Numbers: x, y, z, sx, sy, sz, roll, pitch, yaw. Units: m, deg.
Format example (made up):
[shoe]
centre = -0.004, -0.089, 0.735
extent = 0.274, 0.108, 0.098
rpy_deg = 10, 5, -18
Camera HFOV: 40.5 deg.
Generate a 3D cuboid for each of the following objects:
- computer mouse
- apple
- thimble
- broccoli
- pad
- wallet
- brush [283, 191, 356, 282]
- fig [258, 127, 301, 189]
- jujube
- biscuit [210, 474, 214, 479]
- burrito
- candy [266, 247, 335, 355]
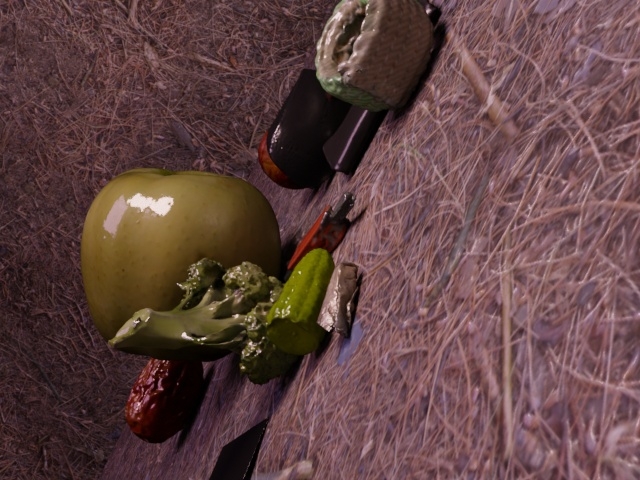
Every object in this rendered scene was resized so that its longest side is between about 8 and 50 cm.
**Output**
[computer mouse]
centre = -0.011, -0.254, 1.907
extent = 0.087, 0.168, 0.295
rpy_deg = -30, 34, 60
[apple]
centre = -0.302, 0.051, 1.901
extent = 0.474, 0.473, 0.474
rpy_deg = -60, 12, 22
[thimble]
centre = 0.096, -0.342, 1.552
extent = 0.219, 0.150, 0.219
rpy_deg = -43, 36, 43
[broccoli]
centre = -0.171, 0.109, 1.502
extent = 0.254, 0.302, 0.186
rpy_deg = -81, 15, -63
[pad]
centre = -0.151, 0.381, 1.483
extent = 0.190, 0.004, 0.127
rpy_deg = -43, 18, 48
[wallet]
centre = 0.119, -0.315, 1.737
extent = 0.378, 0.051, 0.197
rpy_deg = -60, 14, 15
[brush]
centre = 0.001, 0.000, 1.599
extent = 0.070, 0.051, 0.323
rpy_deg = -64, 6, -32
[fig]
centre = -0.050, -0.227, 2.000
extent = 0.175, 0.175, 0.207
rpy_deg = -81, 14, -56
[jujube]
centre = -0.395, 0.393, 2.217
extent = 0.174, 0.174, 0.251
rpy_deg = -40, 28, 65
[biscuit]
centre = -0.179, 0.467, 1.438
extent = 0.048, 0.026, 0.292
rpy_deg = -58, 13, 11
[burrito]
centre = 0.028, 0.090, 1.279
extent = 0.055, 0.041, 0.149
rpy_deg = -37, 27, 39
[candy]
centre = -0.020, 0.087, 1.389
extent = 0.097, 0.096, 0.210
rpy_deg = -54, 10, 41
